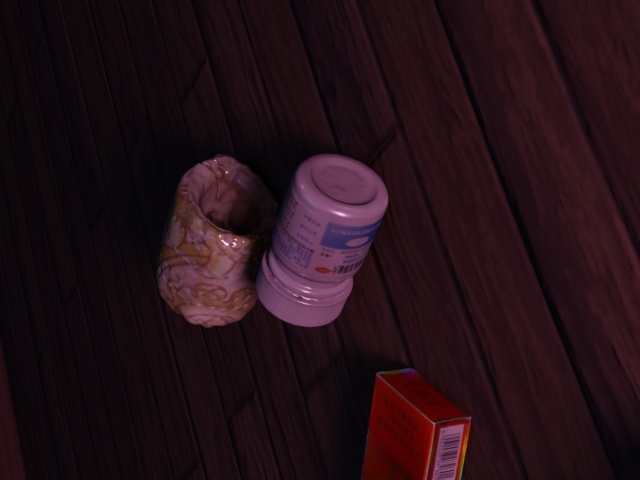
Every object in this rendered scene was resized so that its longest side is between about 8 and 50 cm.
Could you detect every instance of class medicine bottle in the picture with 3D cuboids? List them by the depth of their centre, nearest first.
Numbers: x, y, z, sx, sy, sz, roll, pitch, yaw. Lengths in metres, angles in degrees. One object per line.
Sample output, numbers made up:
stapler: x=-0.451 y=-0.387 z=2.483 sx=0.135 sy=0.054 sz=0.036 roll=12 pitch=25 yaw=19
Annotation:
medicine bottle: x=0.000 y=0.000 z=1.342 sx=0.105 sy=0.105 sz=0.168 roll=62 pitch=144 yaw=38

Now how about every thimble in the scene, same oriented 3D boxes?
thimble: x=-0.127 y=-0.003 z=1.551 sx=0.190 sy=0.137 sz=0.143 roll=-108 pitch=29 yaw=-47

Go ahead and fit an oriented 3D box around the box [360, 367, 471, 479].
box: x=0.090 y=0.228 z=1.259 sx=0.112 sy=0.048 sz=0.175 roll=38 pitch=126 yaw=53
